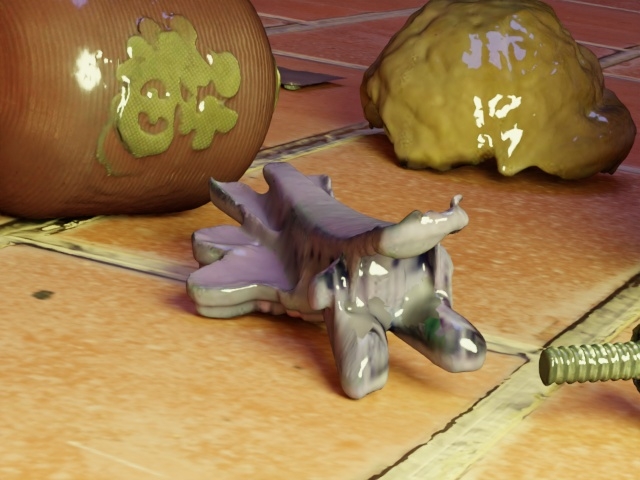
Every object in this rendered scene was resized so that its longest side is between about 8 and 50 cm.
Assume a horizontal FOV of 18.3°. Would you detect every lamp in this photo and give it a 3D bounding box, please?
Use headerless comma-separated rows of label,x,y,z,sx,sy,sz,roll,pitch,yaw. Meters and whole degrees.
lamp,-0.131,-0.104,1.221,0.258,0.180,0.180,-6,18,-43

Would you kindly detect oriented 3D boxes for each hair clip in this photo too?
hair clip,0.003,0.014,1.015,0.137,0.090,0.278,-9,9,-16

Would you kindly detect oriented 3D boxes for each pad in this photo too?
pad,-0.080,-0.168,1.962,0.188,0.006,0.113,12,14,25

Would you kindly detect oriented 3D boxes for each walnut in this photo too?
walnut,0.131,-0.127,1.600,0.238,0.141,0.204,13,18,35

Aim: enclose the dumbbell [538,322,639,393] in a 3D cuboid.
dumbbell,0.224,0.052,0.932,0.255,0.110,0.110,-2,15,-16
